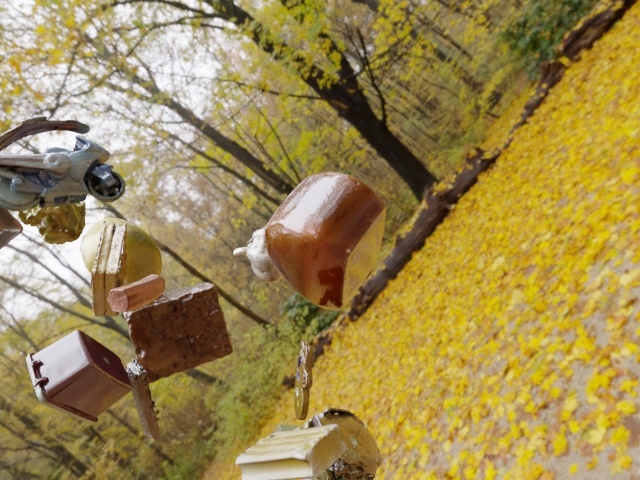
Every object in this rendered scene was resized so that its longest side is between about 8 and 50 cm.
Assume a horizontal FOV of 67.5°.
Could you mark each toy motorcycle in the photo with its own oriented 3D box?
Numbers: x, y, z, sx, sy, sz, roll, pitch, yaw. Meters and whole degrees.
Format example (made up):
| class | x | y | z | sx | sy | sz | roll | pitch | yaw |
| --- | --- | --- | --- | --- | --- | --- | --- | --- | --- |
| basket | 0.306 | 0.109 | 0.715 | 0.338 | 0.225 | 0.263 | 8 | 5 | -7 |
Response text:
| class | x | y | z | sx | sy | sz | roll | pitch | yaw |
| --- | --- | --- | --- | --- | --- | --- | --- | --- | --- |
| toy motorcycle | -0.683 | -0.203 | 1.234 | 0.319 | 0.241 | 0.182 | -11 | 12 | -37 |

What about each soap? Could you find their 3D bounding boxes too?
| class | x | y | z | sx | sy | sz | roll | pitch | yaw |
| --- | --- | --- | --- | --- | --- | --- | --- | --- | --- |
| soap | -0.083 | 0.597 | 1.340 | 0.274 | 0.089 | 0.173 | -25 | -8 | 35 |

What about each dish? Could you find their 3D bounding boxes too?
| class | x | y | z | sx | sy | sz | roll | pitch | yaw |
| --- | --- | --- | --- | --- | --- | --- | --- | --- | --- |
| dish | -0.904 | -0.064 | 1.238 | 0.077 | 0.212 | 0.151 | -5 | 36 | 23 |

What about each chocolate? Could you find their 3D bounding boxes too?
| class | x | y | z | sx | sy | sz | roll | pitch | yaw |
| --- | --- | --- | --- | --- | --- | --- | --- | --- | --- |
| chocolate | -0.618 | 0.566 | 1.679 | 0.065 | 0.102 | 0.329 | -25 | -56 | -35 |

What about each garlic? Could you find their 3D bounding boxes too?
| class | x | y | z | sx | sy | sz | roll | pitch | yaw |
| --- | --- | --- | --- | --- | --- | --- | --- | --- | --- |
| garlic | -0.211 | 0.036 | 1.711 | 0.218 | 0.212 | 0.219 | 8 | -90 | -74 |

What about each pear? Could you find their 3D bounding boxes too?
| class | x | y | z | sx | sy | sz | roll | pitch | yaw |
| --- | --- | --- | --- | --- | --- | --- | --- | --- | --- |
| pear | -0.819 | 0.042 | 2.040 | 0.191 | 0.386 | 0.340 | -45 | -20 | 17 |

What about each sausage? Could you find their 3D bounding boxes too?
| class | x | y | z | sx | sy | sz | roll | pitch | yaw |
| --- | --- | --- | --- | --- | --- | --- | --- | --- | --- |
| sausage | -0.432 | 0.124 | 1.156 | 0.065 | 0.065 | 0.169 | -53 | -8 | 18 |

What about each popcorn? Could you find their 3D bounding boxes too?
| class | x | y | z | sx | sy | sz | roll | pitch | yaw |
| --- | --- | --- | --- | --- | --- | --- | --- | --- | --- |
| popcorn | -0.858 | -0.081 | 1.551 | 0.185 | 0.167 | 0.188 | 53 | -132 | -50 |

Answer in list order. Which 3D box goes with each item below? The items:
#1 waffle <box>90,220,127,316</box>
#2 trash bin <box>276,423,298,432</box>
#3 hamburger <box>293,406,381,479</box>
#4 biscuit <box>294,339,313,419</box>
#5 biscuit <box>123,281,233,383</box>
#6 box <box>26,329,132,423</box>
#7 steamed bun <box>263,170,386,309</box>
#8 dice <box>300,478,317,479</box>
| class | x | y | z | sx | sy | sz | roll | pitch | yaw |
| --- | --- | --- | --- | --- | --- | --- | --- | --- | --- |
| waffle | -0.736 | 0.096 | 1.679 | 0.308 | 0.091 | 0.213 | -112 | 31 | -51 |
| trash bin | -0.142 | 0.843 | 2.111 | 0.043 | 0.092 | 0.061 | -70 | 22 | 4 |
| hamburger | 0.071 | 0.736 | 1.672 | 0.195 | 0.277 | 0.318 | -48 | -45 | 7 |
| biscuit | -0.055 | 0.431 | 1.473 | 0.180 | 0.039 | 0.236 | 175 | 99 | -78 |
| biscuit | -0.596 | 0.380 | 2.042 | 0.395 | 0.343 | 0.166 | -15 | 16 | -16 |
| box | -0.730 | 0.418 | 1.480 | 0.167 | 0.193 | 0.294 | -34 | -34 | -10 |
| steamed bun | 0.000 | 0.000 | 1.180 | 0.235 | 0.248 | 0.379 | -53 | -17 | -23 |
| dice | 0.029 | 1.106 | 1.903 | 0.243 | 0.251 | 0.259 | -31 | 39 | 45 |
